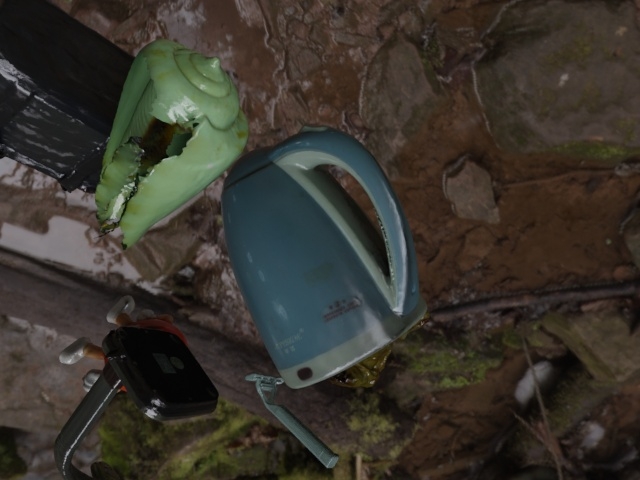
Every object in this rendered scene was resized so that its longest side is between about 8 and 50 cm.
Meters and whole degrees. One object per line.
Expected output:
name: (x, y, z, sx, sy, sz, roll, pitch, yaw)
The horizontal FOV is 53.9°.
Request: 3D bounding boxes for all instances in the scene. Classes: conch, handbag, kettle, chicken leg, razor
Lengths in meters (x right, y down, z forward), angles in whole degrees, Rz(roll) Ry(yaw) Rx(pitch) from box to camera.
conch: (-0.172, -0.083, 0.644, 0.250, 0.143, 0.137, -49, 146, 13)
handbag: (-0.342, -0.185, 0.819, 0.181, 0.181, 0.254, -24, 144, 35)
kettle: (0.000, 0.000, 0.936, 0.319, 0.247, 0.342, -29, 89, 40)
chicken leg: (0.096, 0.219, 1.334, 0.140, 0.361, 0.211, 33, 75, 4)
razor: (-0.061, 0.401, 1.403, 0.056, 0.278, 0.111, -54, 142, 8)

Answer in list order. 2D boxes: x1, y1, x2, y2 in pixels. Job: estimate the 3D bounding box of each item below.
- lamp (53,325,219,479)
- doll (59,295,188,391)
lamp: (-0.196, 0.252, 0.679, 0.124, 0.203, 0.283, -3, 130, -50)
doll: (-0.303, 0.181, 1.021, 0.183, 0.217, 0.085, -45, 144, -31)
